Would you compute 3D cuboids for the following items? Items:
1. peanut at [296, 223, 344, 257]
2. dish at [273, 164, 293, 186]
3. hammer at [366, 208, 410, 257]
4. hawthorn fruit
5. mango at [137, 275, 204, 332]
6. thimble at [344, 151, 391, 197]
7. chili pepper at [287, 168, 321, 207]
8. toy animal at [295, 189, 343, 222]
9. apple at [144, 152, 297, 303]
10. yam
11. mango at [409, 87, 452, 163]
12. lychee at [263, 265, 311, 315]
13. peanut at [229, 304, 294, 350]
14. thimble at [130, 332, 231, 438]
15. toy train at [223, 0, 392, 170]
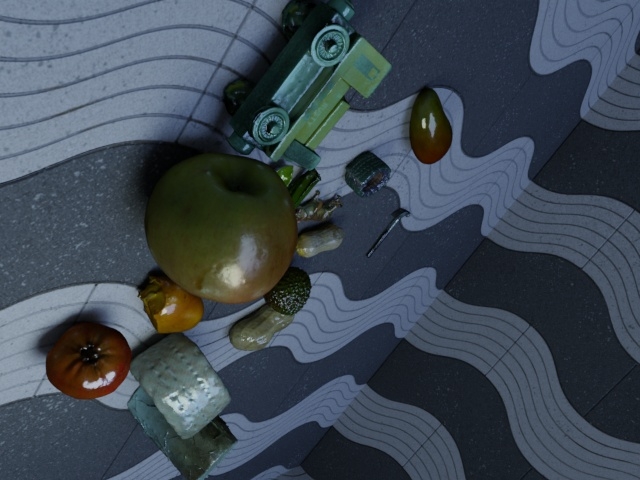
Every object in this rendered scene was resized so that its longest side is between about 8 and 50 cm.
[{"bbox_3d":[0.000,0.000,2.017,0.207,0.087,0.087,-19,144,-42],"label":"peanut"},{"bbox_3d":[-0.123,-0.156,1.659,0.091,0.039,0.137,-32,153,-37],"label":"dish"},{"bbox_3d":[0.257,-0.026,2.436,0.246,0.029,0.103,-52,154,17],"label":"hammer"},{"bbox_3d":[-0.566,0.306,1.522,0.197,0.196,0.225,-33,168,-24],"label":"hawthorn fruit"},{"bbox_3d":[-0.396,0.184,1.655,0.154,0.126,0.252,-30,154,-5],"label":"mango"},{"bbox_3d":[0.146,-0.205,1.927,0.135,0.090,0.118,-34,152,-23],"label":"thimble"},{"bbox_3d":[-0.124,-0.067,1.760,0.076,0.085,0.359,33,110,-25],"label":"chili pepper"},{"bbox_3d":[-0.006,-0.101,1.907,0.099,0.056,0.241,-49,157,23],"label":"toy animal"},{"bbox_3d":[-0.212,-0.042,1.368,0.339,0.338,0.305,-26,141,-36],"label":"apple"},{"bbox_3d":[-0.440,0.603,2.008,0.241,0.348,0.241,-40,166,-12],"label":"yam"},{"bbox_3d":[0.350,-0.352,1.982,0.146,0.129,0.289,-42,146,-3],"label":"mango"},{"bbox_3d":[-0.105,0.165,2.028,0.171,0.171,0.171,-35,153,-21],"label":"lychee"},{"bbox_3d":[-0.195,0.299,2.129,0.257,0.123,0.123,-29,150,-26],"label":"peanut"},{"bbox_3d":[-0.415,0.421,1.818,0.195,0.291,0.291,-36,153,-20],"label":"thimble"},{"bbox_3d":[-0.030,-0.331,1.353,0.397,0.160,0.253,-51,141,11],"label":"toy train"}]
